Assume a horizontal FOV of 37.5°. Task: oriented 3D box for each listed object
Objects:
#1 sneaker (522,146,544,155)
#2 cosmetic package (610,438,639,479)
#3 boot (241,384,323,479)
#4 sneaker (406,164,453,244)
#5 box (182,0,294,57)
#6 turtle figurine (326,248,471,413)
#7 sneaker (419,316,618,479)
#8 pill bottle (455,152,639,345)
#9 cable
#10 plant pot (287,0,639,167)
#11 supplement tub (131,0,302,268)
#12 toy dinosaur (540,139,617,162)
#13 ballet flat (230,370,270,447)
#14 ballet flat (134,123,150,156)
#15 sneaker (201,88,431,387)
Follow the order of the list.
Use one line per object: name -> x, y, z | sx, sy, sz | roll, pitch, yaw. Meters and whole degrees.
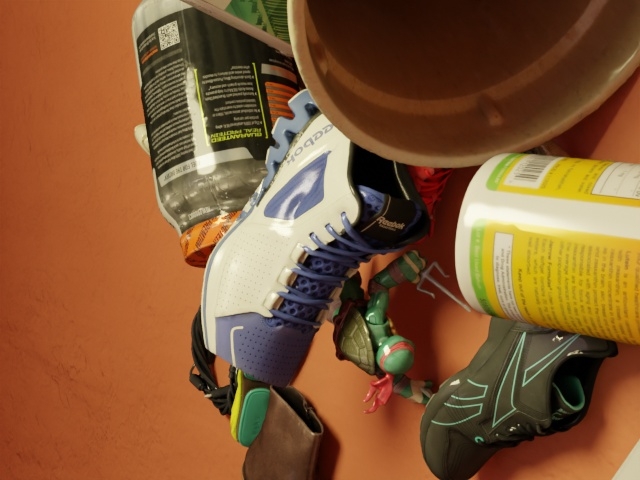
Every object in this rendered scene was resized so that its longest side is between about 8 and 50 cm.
sneaker -> 0.185, -0.030, 0.893 | 0.052, 0.058, 0.135 | -5, 88, 56
cosmetic package -> 0.312, 0.160, 0.564 | 0.161, 0.230, 0.453 | 51, 132, 41
boot -> -0.032, 0.329, 1.199 | 0.248, 0.090, 0.207 | 48, 131, 48
sneaker -> 0.122, -0.064, 0.982 | 0.221, 0.087, 0.128 | 168, 90, -68
box -> -0.034, -0.372, 0.974 | 0.058, 0.232, 0.322 | 22, 95, 35
turtle figurine -> 0.066, 0.090, 1.020 | 0.234, 0.118, 0.175 | -138, 48, -56
sneaker -> 0.178, 0.148, 0.875 | 0.106, 0.101, 0.267 | 53, 133, 38
pill bottle -> 0.239, 0.011, 0.712 | 0.246, 0.136, 0.136 | 10, 100, 36
cable -> -0.147, 0.171, 1.402 | 0.150, 0.047, 0.184 | 52, 131, 41
plant pot -> 0.094, -0.286, 0.823 | 0.334, 0.334, 0.305 | -67, 31, 32
supplement tub -> -0.119, -0.146, 1.203 | 0.207, 0.207, 0.338 | -29, 67, 53
toy dinosaur -> 0.232, -0.039, 0.846 | 0.092, 0.053, 0.183 | -54, 55, 23
ballet flat -> -0.081, 0.179, 1.288 | 0.077, 0.077, 0.231 | -112, 34, -54
ballet flat -> -0.208, -0.195, 1.406 | 0.116, 0.124, 0.342 | 44, 127, 46
sneaker -> 0.001, -0.001, 0.940 | 0.182, 0.127, 0.315 | 18, 88, 55
